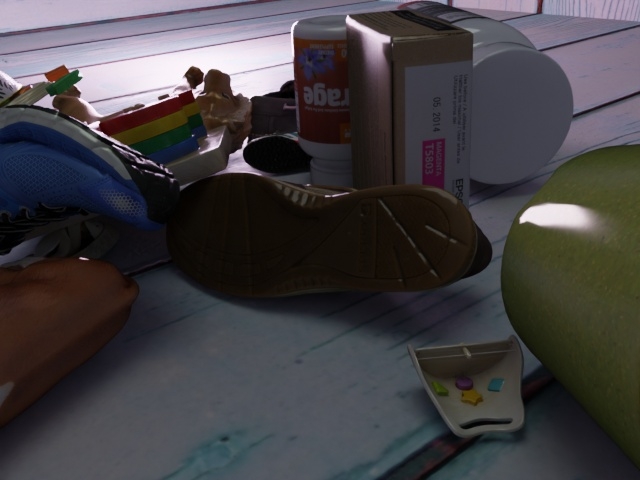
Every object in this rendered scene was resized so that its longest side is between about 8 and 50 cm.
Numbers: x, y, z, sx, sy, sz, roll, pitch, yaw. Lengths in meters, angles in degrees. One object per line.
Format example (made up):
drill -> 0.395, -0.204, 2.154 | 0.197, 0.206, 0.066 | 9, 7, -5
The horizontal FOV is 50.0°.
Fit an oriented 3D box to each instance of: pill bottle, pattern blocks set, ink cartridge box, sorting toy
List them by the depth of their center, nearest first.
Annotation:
sorting toy -> 0.111, 0.110, 0.498 | 0.083, 0.044, 0.075 | -5, 33, -5
ink cartridge box -> 0.093, -0.125, 0.765 | 0.088, 0.234, 0.193 | -8, 26, -9
sorting toy -> -0.240, -0.101, 0.797 | 0.256, 0.089, 0.257 | -20, 16, -1
pill bottle -> 0.027, -0.182, 0.916 | 0.121, 0.216, 0.121 | -3, 25, 1
pill bottle -> 0.192, -0.221, 0.991 | 0.210, 0.210, 0.363 | -7, 26, -9
pattern blocks set -> -0.538, -0.224, 1.154 | 0.325, 0.026, 0.285 | -7, 34, 33

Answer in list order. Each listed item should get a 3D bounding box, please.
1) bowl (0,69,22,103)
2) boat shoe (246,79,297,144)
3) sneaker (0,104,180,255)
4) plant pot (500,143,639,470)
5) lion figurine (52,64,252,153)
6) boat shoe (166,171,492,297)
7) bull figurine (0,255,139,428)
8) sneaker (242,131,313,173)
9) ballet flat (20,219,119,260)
bowl -> -0.578, -0.242, 1.104 | 0.170, 0.080, 0.170 | -21, 28, 12
boat shoe -> -0.037, -0.235, 1.173 | 0.112, 0.095, 0.335 | 4, 26, 17
sneaker -> -0.274, -0.040, 0.620 | 0.330, 0.147, 0.130 | 10, -7, 24
plant pot -> 0.247, 0.043, 0.408 | 0.276, 0.275, 0.254 | -8, 14, -11
lion figurine -> -0.284, -0.174, 1.062 | 0.393, 0.142, 0.240 | -13, 31, 11
boat shoe -> 0.000, 0.000, 0.684 | 0.342, 0.123, 0.123 | 0, -7, 30
bull figurine -> -0.275, 0.093, 0.495 | 0.189, 0.101, 0.310 | 4, 21, 29
sneaker -> -0.038, -0.133, 1.024 | 0.161, 0.057, 0.075 | -12, 8, -12
ballet flat -> -0.265, 0.005, 0.739 | 0.057, 0.052, 0.168 | 1, 25, 8
